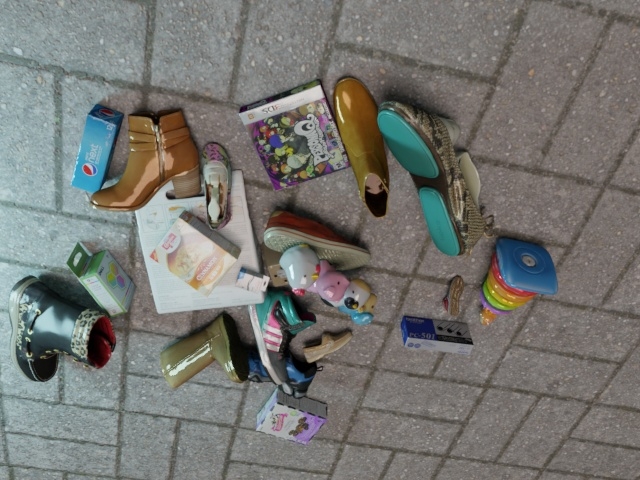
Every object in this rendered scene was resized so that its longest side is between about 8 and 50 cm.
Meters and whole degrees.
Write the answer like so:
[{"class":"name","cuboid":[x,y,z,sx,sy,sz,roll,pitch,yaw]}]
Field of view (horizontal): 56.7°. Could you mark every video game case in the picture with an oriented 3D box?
[{"class":"video game case","cuboid":[-0.058,-0.252,1.458,0.210,0.042,0.232,-16,124,11]}]

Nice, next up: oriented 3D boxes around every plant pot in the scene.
[{"class":"plant pot","cuboid":[-0.100,0.066,1.648,0.109,0.096,0.109,-11,125,6]}]

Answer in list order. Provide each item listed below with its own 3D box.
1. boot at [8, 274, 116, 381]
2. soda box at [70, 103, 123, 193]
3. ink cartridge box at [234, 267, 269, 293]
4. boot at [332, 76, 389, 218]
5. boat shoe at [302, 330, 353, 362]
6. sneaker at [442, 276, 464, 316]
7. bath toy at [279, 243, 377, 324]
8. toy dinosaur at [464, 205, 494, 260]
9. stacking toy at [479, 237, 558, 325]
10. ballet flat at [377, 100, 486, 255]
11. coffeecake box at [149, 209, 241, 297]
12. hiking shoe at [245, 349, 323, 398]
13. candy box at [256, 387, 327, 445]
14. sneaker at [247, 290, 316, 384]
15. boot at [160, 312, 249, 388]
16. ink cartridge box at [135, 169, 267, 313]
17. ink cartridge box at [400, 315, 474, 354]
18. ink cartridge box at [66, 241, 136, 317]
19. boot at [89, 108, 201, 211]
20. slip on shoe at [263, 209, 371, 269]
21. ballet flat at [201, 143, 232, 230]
[{"class":"boot","cuboid":[-0.747,0.303,1.728,0.284,0.138,0.377,19,119,15]},{"class":"soda box","cuboid":[-0.548,-0.221,1.454,0.071,0.067,0.210,20,122,-14]},{"class":"ink cartridge box","cuboid":[-0.184,0.111,1.603,0.083,0.028,0.048,18,110,-6]},{"class":"boot","cuboid":[0.107,-0.214,1.385,0.104,0.211,0.295,-16,124,9]},{"class":"boat shoe","cuboid":[0.020,0.320,1.851,0.170,0.063,0.059,-30,94,8]},{"class":"sneaker","cuboid":[0.394,0.162,1.765,0.042,0.067,0.118,9,95,-4]},{"class":"bath toy","cuboid":[0.026,0.126,1.597,0.151,0.129,0.348,-19,147,27]},{"class":"toy dinosaur","cuboid":[0.429,-0.033,1.627,0.092,0.053,0.183,-1,119,18]},{"class":"stacking toy","cuboid":[0.526,0.148,1.706,0.165,0.175,0.302,11,138,-8]},{"class":"ballet flat","cuboid":[0.293,-0.176,1.452,0.182,0.164,0.483,-44,124,-18]},{"class":"coffeecake box","cuboid":[-0.327,0.035,1.557,0.185,0.068,0.142,37,107,-10]},{"class":"hiking shoe","cuboid":[-0.151,0.386,1.882,0.304,0.113,0.132,27,104,-24]},{"class":"candy box","cuboid":[-0.100,0.609,2.045,0.196,0.070,0.165,23,122,-17]},{"class":"sneaker","cuboid":[-0.094,0.276,1.755,0.178,0.124,0.296,-13,102,9]},{"class":"boot","cuboid":[-0.353,0.377,1.797,0.269,0.236,0.089,-34,142,18]},{"class":"ink cartridge box","cuboid":[-0.327,0.002,1.629,0.308,0.091,0.385,-6,108,4]},{"class":"ink cartridge box","cuboid":[0.354,0.289,1.813,0.207,0.097,0.046,8,125,-6]},{"class":"ink cartridge box","cuboid":[-0.606,0.101,1.655,0.062,0.109,0.209,-19,123,12]},{"class":"boot","cuboid":[-0.438,-0.194,1.437,0.283,0.109,0.220,-11,120,-6]},{"class":"slip on shoe","cuboid":[0.000,0.000,1.602,0.331,0.101,0.123,19,145,-28]},{"class":"ballet flat","cuboid":[-0.261,-0.128,1.489,0.077,0.079,0.221,1,111,0]}]
